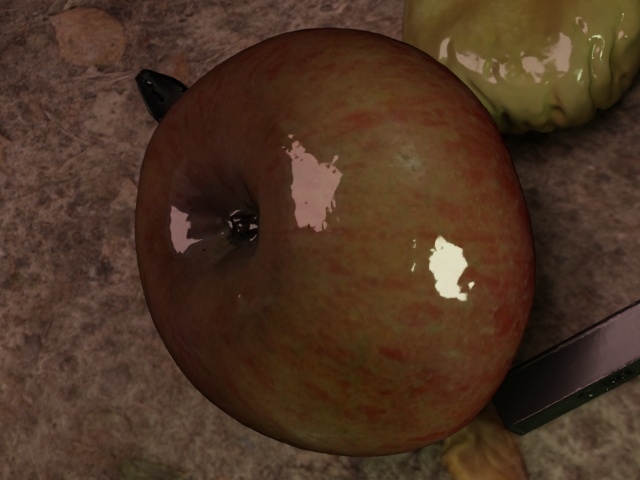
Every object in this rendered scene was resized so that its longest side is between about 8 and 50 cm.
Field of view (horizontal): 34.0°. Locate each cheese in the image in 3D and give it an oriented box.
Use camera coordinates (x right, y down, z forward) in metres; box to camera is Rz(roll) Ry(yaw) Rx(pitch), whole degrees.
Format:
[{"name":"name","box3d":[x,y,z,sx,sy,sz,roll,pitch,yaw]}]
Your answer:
[{"name":"cheese","box3d":[0.182,-0.201,0.927,0.214,0.117,0.225,6,70,27]}]

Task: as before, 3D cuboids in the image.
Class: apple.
[{"name":"apple","box3d":[0.000,0.000,0.829,0.345,0.270,0.344,-3,86,60]}]

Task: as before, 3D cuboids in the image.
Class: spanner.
[{"name":"spanner","box3d":[-0.107,-0.098,1.110,0.095,0.040,0.325,-51,55,6]}]

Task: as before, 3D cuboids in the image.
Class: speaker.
[{"name":"speaker","box3d":[0.226,0.092,0.827,0.191,0.040,0.046,-32,60,18]}]
